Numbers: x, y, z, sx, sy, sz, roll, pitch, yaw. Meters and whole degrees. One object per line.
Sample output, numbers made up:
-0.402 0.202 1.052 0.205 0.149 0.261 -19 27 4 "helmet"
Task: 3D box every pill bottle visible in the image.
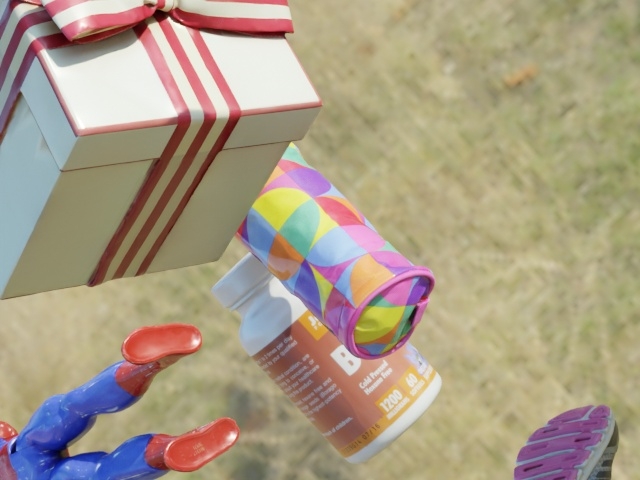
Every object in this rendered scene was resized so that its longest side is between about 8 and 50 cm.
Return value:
0.002 0.095 1.761 0.121 0.216 0.121 -43 4 3 "pill bottle"

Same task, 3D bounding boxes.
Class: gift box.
-0.186 -0.139 1.520 0.255 0.276 0.258 -15 -26 -38 "gift box"

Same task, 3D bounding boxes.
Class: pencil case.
0.000 0.000 1.608 0.104 0.104 0.236 -44 53 1 "pencil case"

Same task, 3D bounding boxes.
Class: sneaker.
0.164 0.179 1.211 0.063 0.075 0.170 -17 30 31 "sneaker"

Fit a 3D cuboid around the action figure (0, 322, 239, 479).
-0.178 0.129 1.037 0.139 0.091 0.280 -15 -10 -37 "action figure"
